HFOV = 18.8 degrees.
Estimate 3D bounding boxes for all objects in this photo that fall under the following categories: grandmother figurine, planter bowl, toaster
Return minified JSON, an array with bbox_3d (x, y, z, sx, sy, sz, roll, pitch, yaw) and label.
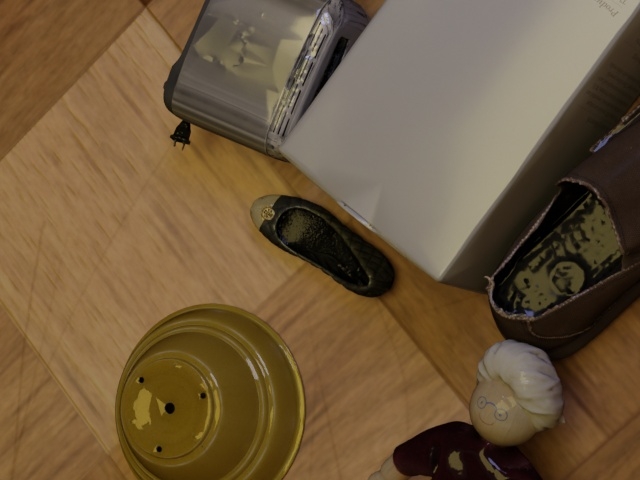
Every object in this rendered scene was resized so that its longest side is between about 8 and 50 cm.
[{"bbox_3d":[0.134,0.252,1.781,0.208,0.104,0.342,25,103,16],"label":"grandmother figurine"},{"bbox_3d":[-0.131,0.167,1.930,0.217,0.090,0.217,-3,83,24],"label":"planter bowl"},{"bbox_3d":[-0.052,-0.172,1.908,0.146,0.129,0.227,26,94,22],"label":"toaster"}]

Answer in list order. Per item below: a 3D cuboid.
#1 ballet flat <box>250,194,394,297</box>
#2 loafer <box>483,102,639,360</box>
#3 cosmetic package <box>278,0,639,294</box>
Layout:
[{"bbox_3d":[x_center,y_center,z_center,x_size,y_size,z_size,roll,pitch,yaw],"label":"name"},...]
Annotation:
[{"bbox_3d":[0.000,0.000,1.908,0.173,0.049,0.057,30,96,24],"label":"ballet flat"},{"bbox_3d":[0.286,-0.033,1.736,0.134,0.130,0.366,44,103,22],"label":"loafer"},{"bbox_3d":[0.168,-0.163,1.794,0.217,0.156,0.385,42,103,23],"label":"cosmetic package"}]
